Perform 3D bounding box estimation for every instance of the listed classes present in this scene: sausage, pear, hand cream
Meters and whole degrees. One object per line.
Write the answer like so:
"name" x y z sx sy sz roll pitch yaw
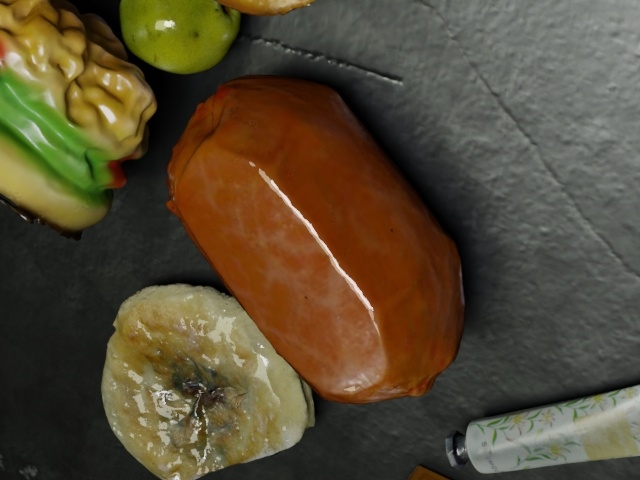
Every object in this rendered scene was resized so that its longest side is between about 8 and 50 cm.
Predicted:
"sausage" 0.001 0.000 0.826 0.268 0.141 0.153 52 127 3
"pear" -0.112 -0.168 0.852 0.097 0.092 0.092 -18 102 34
"hand cream" 0.187 0.145 0.846 0.195 0.042 0.067 -16 101 30

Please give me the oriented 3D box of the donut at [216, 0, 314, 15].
"donut" -0.041 -0.242 0.781 0.178 0.065 0.162 37 117 9

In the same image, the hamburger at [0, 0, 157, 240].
"hamburger" -0.226 -0.123 0.873 0.237 0.237 0.149 39 91 10

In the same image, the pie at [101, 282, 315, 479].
"pie" -0.113 0.123 1.008 0.218 0.052 0.185 -28 91 34

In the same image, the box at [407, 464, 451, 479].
"box" 0.120 0.347 0.956 0.174 0.076 0.274 22 121 22
